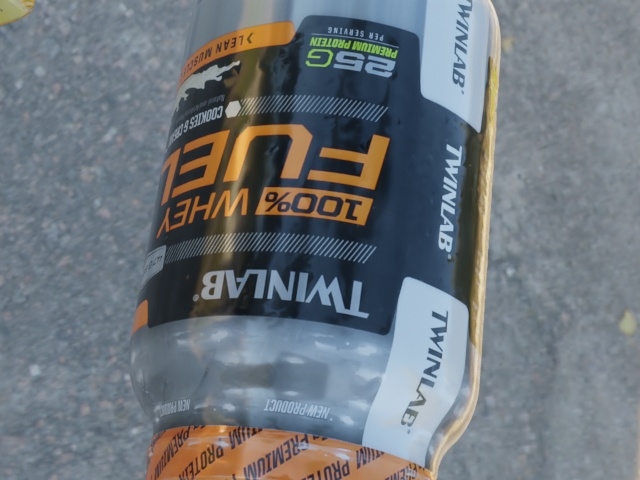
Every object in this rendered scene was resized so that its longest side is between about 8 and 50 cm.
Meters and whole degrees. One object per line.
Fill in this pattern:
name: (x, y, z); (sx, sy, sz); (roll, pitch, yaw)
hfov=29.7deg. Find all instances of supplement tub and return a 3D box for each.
supplement tub: (0.000, 0.000, 0.688); (0.193, 0.193, 0.316); (23, 62, -33)

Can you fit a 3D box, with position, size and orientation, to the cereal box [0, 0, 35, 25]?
cereal box: (-0.150, -0.219, 0.430); (0.173, 0.047, 0.240); (39, 49, -48)
